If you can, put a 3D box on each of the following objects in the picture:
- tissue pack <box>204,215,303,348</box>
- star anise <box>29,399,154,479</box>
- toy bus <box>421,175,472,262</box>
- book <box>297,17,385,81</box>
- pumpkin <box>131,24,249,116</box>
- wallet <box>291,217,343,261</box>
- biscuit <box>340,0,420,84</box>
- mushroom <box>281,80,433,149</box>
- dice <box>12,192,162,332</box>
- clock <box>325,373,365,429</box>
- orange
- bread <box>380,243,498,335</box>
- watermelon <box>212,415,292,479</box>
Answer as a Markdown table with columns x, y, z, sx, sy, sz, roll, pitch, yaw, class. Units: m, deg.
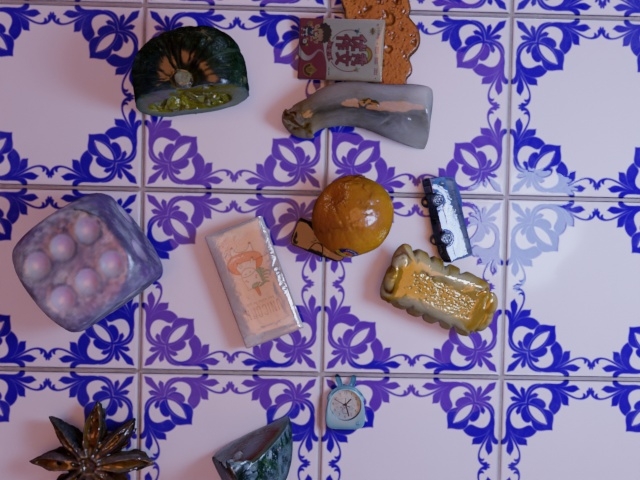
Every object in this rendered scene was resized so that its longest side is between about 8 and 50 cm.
| x | y | z | sx | sy | sz | roll | pitch | yaw | class |
| --- | --- | --- | --- | --- | --- | --- | --- | --- | --- |
| -0.179 | 0.113 | 1.941 | 0.170 | 0.071 | 0.325 | -20 | 91 | -2 | tissue pack |
| -0.610 | 0.590 | 1.926 | 0.332 | 0.117 | 0.331 | 0 | 83 | -2 | star anise |
| 0.342 | -0.060 | 1.949 | 0.094 | 0.079 | 0.236 | -14 | 92 | -17 | toy bus |
| 0.054 | -0.509 | 1.922 | 0.232 | 0.022 | 0.162 | 5 | 101 | 12 | book |
| -0.338 | -0.446 | 1.833 | 0.293 | 0.263 | 0.196 | -9 | 88 | -4 | pumpkin |
| 0.000 | 0.000 | 1.969 | 0.157 | 0.018 | 0.082 | 22 | 90 | -2 | wallet |
| 0.162 | -0.562 | 1.934 | 0.202 | 0.047 | 0.333 | -11 | 97 | 7 | biscuit |
| 0.098 | -0.339 | 1.907 | 0.397 | 0.126 | 0.177 | 7 | 118 | 0 | mushroom |
| -0.586 | 0.054 | 1.832 | 0.270 | 0.271 | 0.270 | -36 | 92 | 0 | dice |
| 0.069 | 0.441 | 1.968 | 0.108 | 0.045 | 0.147 | 2 | 91 | -2 | clock |
| 0.086 | -0.062 | 1.875 | 0.193 | 0.219 | 0.219 | 14 | 91 | -42 | orange |
| 0.318 | 0.141 | 1.927 | 0.311 | 0.121 | 0.172 | 26 | 94 | -2 | bread |
| -0.181 | 0.571 | 1.904 | 0.214 | 0.319 | 0.289 | 17 | 58 | 23 | watermelon |
